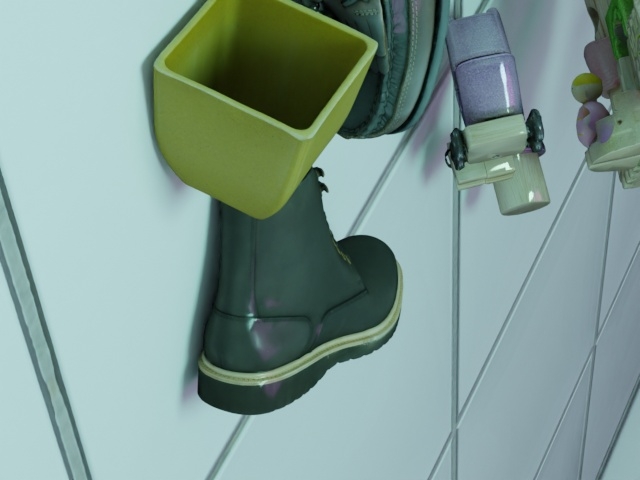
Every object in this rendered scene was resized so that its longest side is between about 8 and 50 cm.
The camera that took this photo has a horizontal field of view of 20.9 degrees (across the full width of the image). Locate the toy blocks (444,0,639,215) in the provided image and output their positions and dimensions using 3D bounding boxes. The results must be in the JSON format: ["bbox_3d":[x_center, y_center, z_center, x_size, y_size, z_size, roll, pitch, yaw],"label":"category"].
[{"bbox_3d":[0.220,-0.189,1.308,0.288,0.308,0.260,73,4,-79],"label":"toy blocks"}]

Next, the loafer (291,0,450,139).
[{"bbox_3d":[0.005,-0.169,0.845,0.084,0.096,0.268,-26,127,-40],"label":"loafer"}]

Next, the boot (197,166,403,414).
[{"bbox_3d":[0.000,0.000,0.994,0.198,0.076,0.137,-43,141,-59],"label":"boot"}]

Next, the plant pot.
[{"bbox_3d":[-0.031,-0.059,0.831,0.081,0.081,0.083,-56,167,-41],"label":"plant pot"}]
